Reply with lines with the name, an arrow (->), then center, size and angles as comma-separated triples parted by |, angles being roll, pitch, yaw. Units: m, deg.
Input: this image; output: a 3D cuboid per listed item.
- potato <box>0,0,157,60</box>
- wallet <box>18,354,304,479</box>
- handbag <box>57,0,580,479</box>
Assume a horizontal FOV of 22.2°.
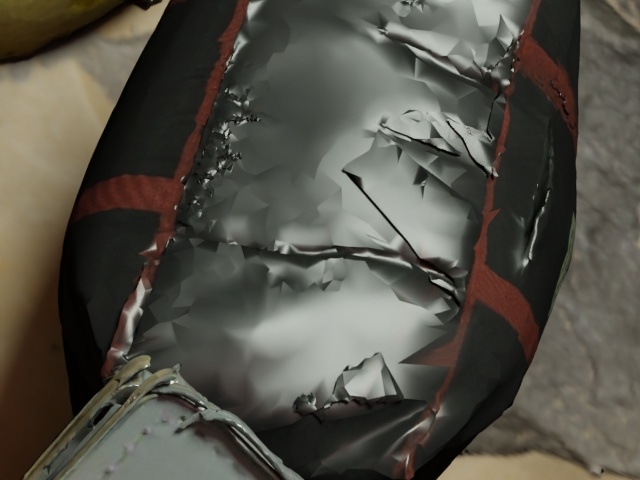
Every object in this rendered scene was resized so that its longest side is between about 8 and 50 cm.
potato -> -0.094, -0.153, 0.598 | 0.138, 0.098, 0.243 | 28, 62, -16
wallet -> -0.065, 0.151, 0.440 | 0.170, 0.069, 0.231 | 43, 99, -8
handbag -> 0.000, 0.000, 0.540 | 0.155, 0.169, 0.215 | 20, 64, -3
